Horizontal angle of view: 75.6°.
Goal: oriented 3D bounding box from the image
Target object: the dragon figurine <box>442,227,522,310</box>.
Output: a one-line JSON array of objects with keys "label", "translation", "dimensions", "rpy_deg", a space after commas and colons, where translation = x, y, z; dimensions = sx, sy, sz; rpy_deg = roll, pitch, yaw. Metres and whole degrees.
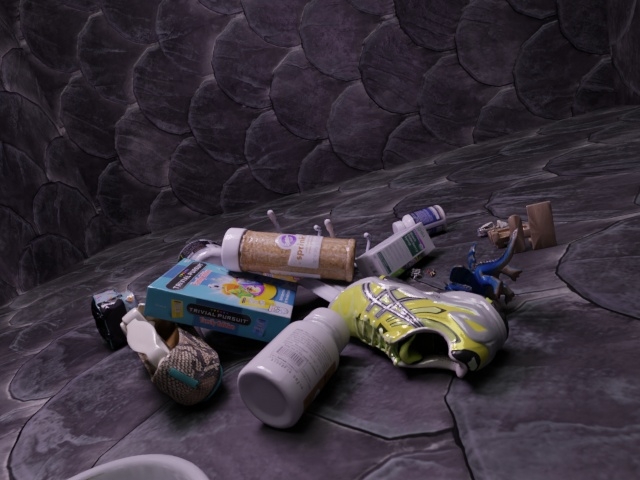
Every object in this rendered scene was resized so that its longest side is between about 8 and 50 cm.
[{"label": "dragon figurine", "translation": [0.323, 0.066, 0.852], "dimensions": [0.085, 0.289, 0.144], "rpy_deg": [-43, 53, -15]}]

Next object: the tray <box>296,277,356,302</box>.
[{"label": "tray", "translation": [0.056, 0.129, 1.108], "dimensions": [0.145, 0.030, 0.270], "rpy_deg": [-2, 11, -30]}]

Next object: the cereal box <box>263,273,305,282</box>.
[{"label": "cereal box", "translation": [-0.067, 0.075, 1.463], "dimensions": [0.173, 0.047, 0.240], "rpy_deg": [3, 24, 30]}]

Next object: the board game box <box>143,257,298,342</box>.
[{"label": "board game box", "translation": [-0.237, 0.148, 1.074], "dimensions": [0.336, 0.079, 0.254], "rpy_deg": [13, 12, -2]}]

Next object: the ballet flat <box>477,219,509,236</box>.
[{"label": "ballet flat", "translation": [0.544, -0.041, 1.279], "dimensions": [0.114, 0.041, 0.041], "rpy_deg": [-14, 16, 10]}]

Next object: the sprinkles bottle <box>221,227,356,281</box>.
[{"label": "sprinkles bottle", "translation": [-0.083, 0.039, 1.131], "dimensions": [0.356, 0.121, 0.121], "rpy_deg": [5, 19, 6]}]

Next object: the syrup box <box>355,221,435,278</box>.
[{"label": "syrup box", "translation": [0.221, 0.039, 1.205], "dimensions": [0.237, 0.093, 0.096], "rpy_deg": [-29, 1, -35]}]

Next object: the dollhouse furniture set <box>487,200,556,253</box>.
[{"label": "dollhouse furniture set", "translation": [0.548, -0.052, 1.154], "dimensions": [0.144, 0.123, 0.151], "rpy_deg": [-13, 16, 15]}]

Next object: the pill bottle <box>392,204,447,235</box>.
[{"label": "pill bottle", "translation": [0.342, -0.055, 1.435], "dimensions": [0.169, 0.094, 0.094], "rpy_deg": [-18, 16, -6]}]

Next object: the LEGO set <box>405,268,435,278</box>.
[{"label": "LEGO set", "translation": [0.276, 0.087, 1.150], "dimensions": [0.083, 0.023, 0.054], "rpy_deg": [-12, 16, 17]}]

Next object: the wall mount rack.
[{"label": "wall mount rack", "translation": [0.000, 0.000, 1.295], "dimensions": [0.350, 0.130, 0.304], "rpy_deg": [10, 1, 31]}]

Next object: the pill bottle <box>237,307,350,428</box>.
[{"label": "pill bottle", "translation": [-0.038, 0.230, 0.794], "dimensions": [0.131, 0.131, 0.229], "rpy_deg": [-6, 19, 35]}]

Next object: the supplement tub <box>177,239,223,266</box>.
[{"label": "supplement tub", "translation": [-0.419, 0.101, 1.523], "dimensions": [0.194, 0.193, 0.316], "rpy_deg": [-23, 18, -21]}]

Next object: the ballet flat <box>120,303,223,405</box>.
[{"label": "ballet flat", "translation": [-0.391, 0.239, 1.009], "dimensions": [0.164, 0.182, 0.483], "rpy_deg": [-57, 30, -14]}]

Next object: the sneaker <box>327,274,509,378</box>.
[{"label": "sneaker", "translation": [0.149, 0.163, 0.809], "dimensions": [0.385, 0.145, 0.147], "rpy_deg": [-4, 20, 44]}]

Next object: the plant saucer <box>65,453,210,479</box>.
[{"label": "plant saucer", "translation": [-0.286, 0.425, 0.447], "dimensions": [0.401, 0.100, 0.400], "rpy_deg": [-16, 16, 5]}]

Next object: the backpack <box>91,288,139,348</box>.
[{"label": "backpack", "translation": [-0.668, 0.241, 1.356], "dimensions": [0.144, 0.165, 0.188], "rpy_deg": [-28, 22, -37]}]
